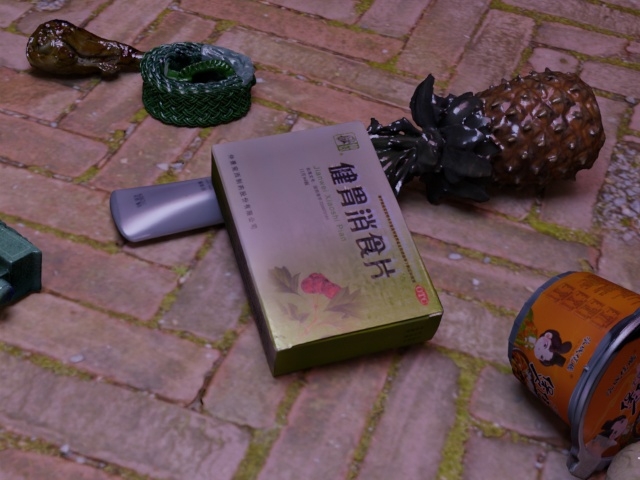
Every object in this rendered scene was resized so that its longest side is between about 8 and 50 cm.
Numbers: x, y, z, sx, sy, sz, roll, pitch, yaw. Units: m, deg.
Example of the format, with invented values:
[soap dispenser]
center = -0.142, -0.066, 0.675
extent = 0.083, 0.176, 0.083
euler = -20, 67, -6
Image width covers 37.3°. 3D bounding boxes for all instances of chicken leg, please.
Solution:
[chicken leg]
center = -0.291, -0.242, 1.237
extent = 0.178, 0.070, 0.093
euler = 6, 17, -21

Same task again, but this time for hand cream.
[hand cream]
center = -0.110, -0.050, 1.081
extent = 0.255, 0.048, 0.079
euler = -12, 45, -17

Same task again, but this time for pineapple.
[pineapple]
center = 0.180, -0.124, 1.149
extent = 0.310, 0.141, 0.170
euler = -13, 76, -14

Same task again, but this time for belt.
[belt]
center = -0.155, -0.209, 1.212
extent = 0.151, 0.079, 0.121
euler = 2, 44, -9

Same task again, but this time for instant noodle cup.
[instant noodle cup]
center = 0.262, 0.107, 0.909
extent = 0.208, 0.177, 0.125
euler = -43, 45, -11

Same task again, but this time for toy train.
[toy train]
center = -0.360, 0.009, 0.959
extent = 0.172, 0.070, 0.099
euler = 31, 40, 22

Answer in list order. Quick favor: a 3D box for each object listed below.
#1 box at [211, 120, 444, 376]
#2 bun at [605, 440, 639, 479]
[box]
center = -0.001, 0.000, 0.994
extent = 0.175, 0.062, 0.260
euler = -11, 57, -15
[bun]
center = 0.316, 0.226, 0.852
extent = 0.115, 0.069, 0.115
euler = 5, 45, -5
